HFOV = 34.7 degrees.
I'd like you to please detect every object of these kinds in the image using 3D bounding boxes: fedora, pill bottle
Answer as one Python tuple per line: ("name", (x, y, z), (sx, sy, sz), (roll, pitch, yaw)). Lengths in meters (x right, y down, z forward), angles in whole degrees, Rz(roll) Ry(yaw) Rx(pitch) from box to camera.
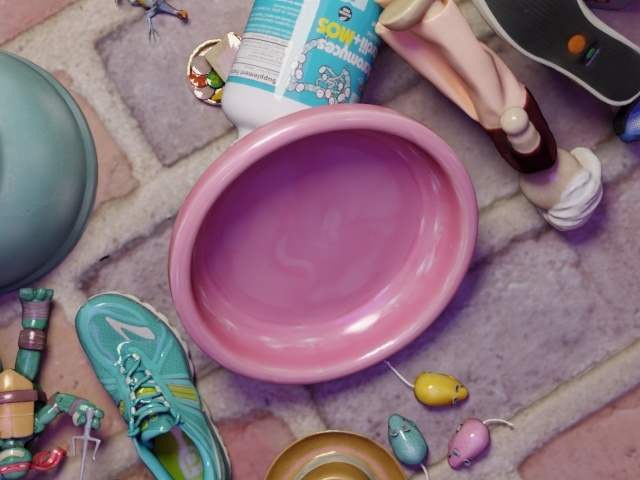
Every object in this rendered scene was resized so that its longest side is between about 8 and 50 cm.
("fedora", (0.018, 0.313, 1.143), (0.194, 0.079, 0.194), (0, 90, 1))
("pill bottle", (-0.018, -0.192, 1.113), (0.146, 0.146, 0.264), (19, 91, 1))

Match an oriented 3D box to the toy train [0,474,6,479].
("toy train", (-0.395, 0.345, 1.150), (0.105, 0.080, 0.184), (27, 88, -8))

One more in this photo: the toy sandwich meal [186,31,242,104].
("toy sandwich meal", (-0.114, -0.196, 1.171), (0.085, 0.029, 0.086), (0, 90, 0))

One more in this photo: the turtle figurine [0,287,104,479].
("turtle figurine", (-0.341, 0.175, 1.125), (0.175, 0.118, 0.234), (-2, 74, -32))

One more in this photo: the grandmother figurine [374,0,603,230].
("grandmother figurine", (0.188, -0.143, 1.087), (0.104, 0.208, 0.342), (-31, 117, 25))

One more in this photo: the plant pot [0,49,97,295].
("plant pot", (-0.405, -0.080, 1.091), (0.293, 0.196, 0.293), (0, 89, 1))

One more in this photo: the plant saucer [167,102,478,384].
("plant saucer", (0.000, 0.000, 1.077), (0.332, 0.084, 0.332), (-11, 126, -15))

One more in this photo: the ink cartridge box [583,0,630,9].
("ink cartridge box", (0.252, -0.341, 1.041), (0.211, 0.289, 0.122), (8, 87, 0))

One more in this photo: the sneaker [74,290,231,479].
("sneaker", (-0.180, 0.177, 1.130), (0.107, 0.110, 0.275), (-32, 89, 0))

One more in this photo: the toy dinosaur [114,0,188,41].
("toy dinosaur", (-0.192, -0.278, 1.169), (0.082, 0.047, 0.090), (4, 79, -18))

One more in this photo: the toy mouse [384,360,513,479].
("toy mouse", (0.135, 0.225, 1.165), (0.161, 0.031, 0.143), (13, 90, 0))

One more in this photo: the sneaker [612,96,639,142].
("sneaker", (0.488, -0.119, 1.117), (0.329, 0.130, 0.147), (-1, 87, 0))

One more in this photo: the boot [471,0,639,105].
("boot", (0.218, -0.243, 1.080), (0.244, 0.176, 0.088), (32, 104, -27))
